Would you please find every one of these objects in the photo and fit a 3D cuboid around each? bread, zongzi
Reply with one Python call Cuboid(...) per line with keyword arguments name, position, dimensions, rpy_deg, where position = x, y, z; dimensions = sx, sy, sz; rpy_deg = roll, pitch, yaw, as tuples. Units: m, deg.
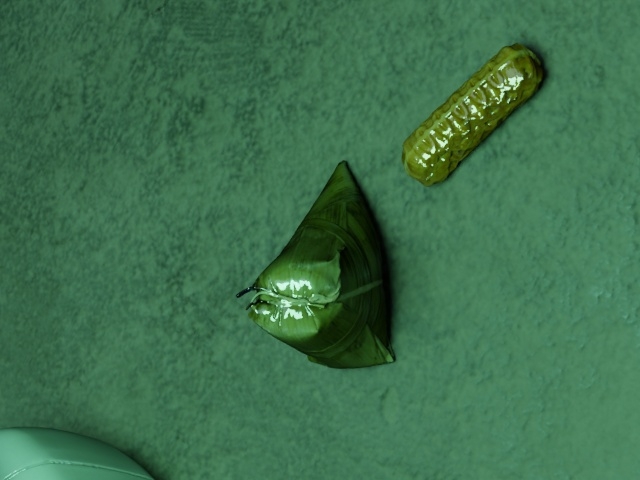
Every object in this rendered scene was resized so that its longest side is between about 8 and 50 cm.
Cuboid(name="bread", position=(0.135, -0.112, 1.257), dimensions=(0.157, 0.044, 0.052), rpy_deg=(-44, 65, 16))
Cuboid(name="zongzi", position=(-0.002, -0.001, 1.226), dimensions=(0.094, 0.205, 0.204), rpy_deg=(-4, 75, 19))

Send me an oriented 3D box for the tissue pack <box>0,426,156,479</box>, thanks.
Cuboid(name="tissue pack", position=(-0.298, 0.331, 1.317), dimensions=(0.333, 0.229, 0.236), rpy_deg=(-49, 52, 13))
